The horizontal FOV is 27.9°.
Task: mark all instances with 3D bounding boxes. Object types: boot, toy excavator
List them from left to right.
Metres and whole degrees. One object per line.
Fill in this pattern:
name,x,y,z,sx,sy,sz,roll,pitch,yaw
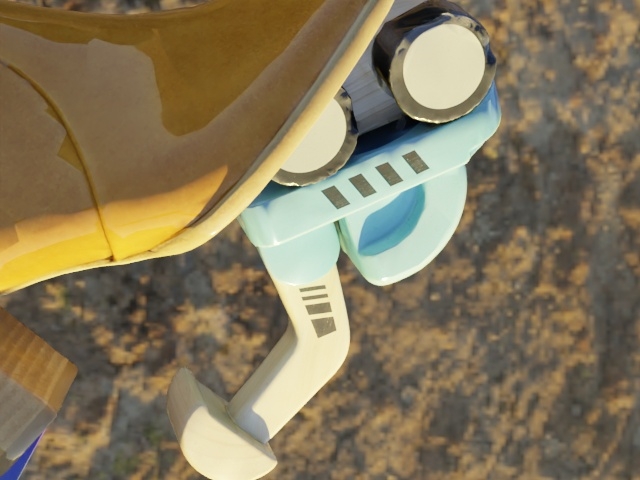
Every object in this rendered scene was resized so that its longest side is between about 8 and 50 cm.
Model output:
boot,-0.125,-0.067,0.485,0.211,0.104,0.295,40,95,-11
toy excavator,0.000,0.000,1.311,0.433,0.222,0.445,-24,119,-7

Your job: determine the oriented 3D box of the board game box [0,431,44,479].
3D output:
board game box,-0.325,0.149,0.789,0.233,0.347,0.078,30,48,-8
